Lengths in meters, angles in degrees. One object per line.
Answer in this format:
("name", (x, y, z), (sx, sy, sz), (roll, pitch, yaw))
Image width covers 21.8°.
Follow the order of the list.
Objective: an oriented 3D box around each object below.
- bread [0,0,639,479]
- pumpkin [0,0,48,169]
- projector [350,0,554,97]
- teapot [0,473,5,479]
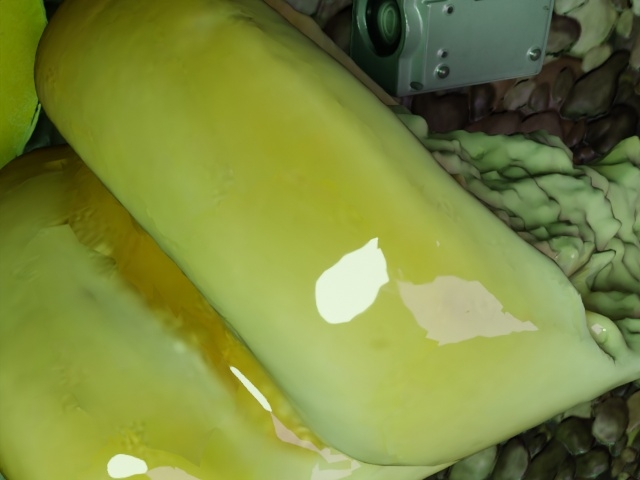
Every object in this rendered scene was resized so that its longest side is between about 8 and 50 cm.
("bread", (0.010, 0.024, 0.785), (0.424, 0.329, 0.245), (-6, 119, -81))
("pumpkin", (-0.240, -0.076, 0.742), (0.217, 0.110, 0.217), (-31, 141, -30))
("projector", (0.083, -0.163, 0.958), (0.115, 0.061, 0.147), (-11, 120, -30))
("teapot", (-0.135, 0.141, 0.876), (0.077, 0.200, 0.107), (19, 79, -42))
